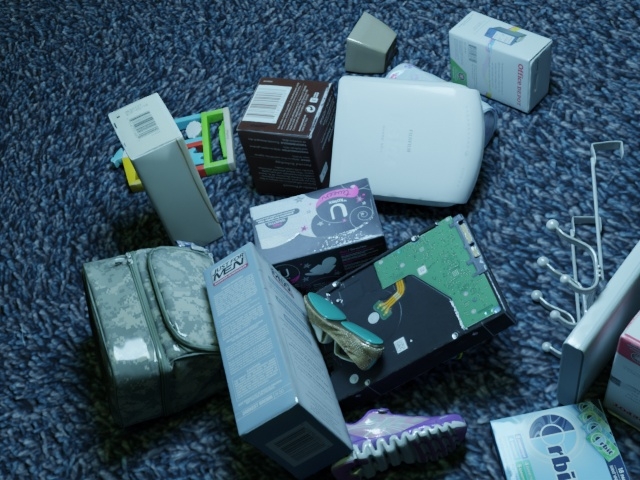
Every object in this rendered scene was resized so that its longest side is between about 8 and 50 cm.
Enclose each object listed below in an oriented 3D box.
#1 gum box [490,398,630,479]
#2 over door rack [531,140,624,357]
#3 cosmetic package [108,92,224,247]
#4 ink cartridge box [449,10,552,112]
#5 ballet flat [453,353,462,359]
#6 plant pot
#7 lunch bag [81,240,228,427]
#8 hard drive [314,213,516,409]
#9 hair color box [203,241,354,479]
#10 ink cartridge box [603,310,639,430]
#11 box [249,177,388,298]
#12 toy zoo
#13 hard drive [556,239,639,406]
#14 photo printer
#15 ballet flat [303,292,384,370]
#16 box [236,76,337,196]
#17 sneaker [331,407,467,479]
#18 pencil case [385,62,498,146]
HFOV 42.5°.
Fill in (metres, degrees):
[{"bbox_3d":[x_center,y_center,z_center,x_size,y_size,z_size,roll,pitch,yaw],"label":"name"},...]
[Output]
[{"bbox_3d":[0.385,0.352,1.331,0.185,0.041,0.157,-11,51,2],"label":"gum box"},{"bbox_3d":[0.447,0.013,1.459,0.108,0.239,0.324,13,57,14],"label":"over door rack"},{"bbox_3d":[-0.312,-0.129,1.690,0.113,0.309,0.160,-27,53,-8],"label":"cosmetic package"},{"bbox_3d":[0.402,-0.399,1.841,0.212,0.154,0.093,32,63,32],"label":"ink cartridge box"},{"bbox_3d":[0.213,0.123,1.533,0.077,0.077,0.231,-20,47,-24],"label":"ballet flat"},{"bbox_3d":[0.126,-0.468,1.994,0.096,0.109,0.109,22,59,12],"label":"plant pot"},{"bbox_3d":[-0.290,0.159,1.536,0.256,0.212,0.305,-12,50,-19],"label":"lunch bag"},{"bbox_3d":[0.152,0.125,1.473,0.339,0.064,0.236,-32,50,16],"label":"hard drive"},{"bbox_3d":[-0.080,0.198,1.411,0.114,0.185,0.374,-31,42,10],"label":"hair color box"},{"bbox_3d":[0.545,0.221,1.285,0.159,0.217,0.092,31,59,31],"label":"ink cartridge box"},{"bbox_3d":[0.000,0.000,1.627,0.247,0.142,0.163,-14,51,1],"label":"box"},{"bbox_3d":[-0.349,-0.211,1.940,0.293,0.030,0.192,-13,51,3],"label":"toy zoo"},{"bbox_3d":[0.499,0.119,1.383,0.040,0.203,0.307,30,64,30],"label":"hard drive"},{"bbox_3d":[0.181,-0.203,1.696,0.308,0.107,0.255,8,97,17],"label":"photo printer"},{"bbox_3d":[0.028,0.163,1.453,0.206,0.073,0.067,35,109,47],"label":"ballet flat"},{"bbox_3d":[-0.058,-0.220,1.772,0.167,0.203,0.168,7,55,17],"label":"box"},{"bbox_3d":[0.125,0.323,1.384,0.237,0.095,0.104,-16,43,1],"label":"sneaker"},{"bbox_3d":[0.258,-0.290,1.817,0.273,0.113,0.124,38,97,33],"label":"pencil case"}]
